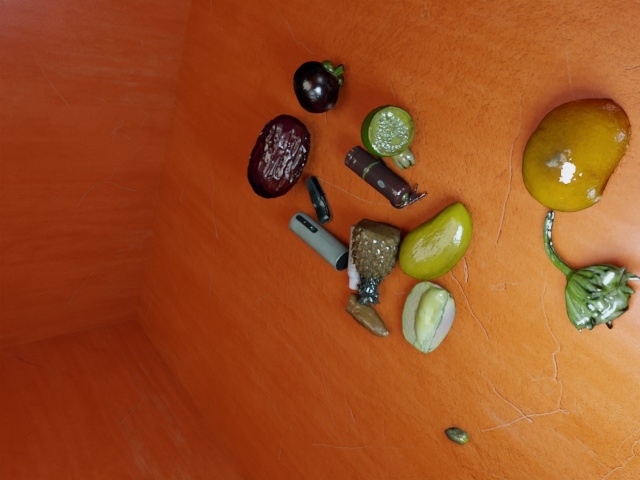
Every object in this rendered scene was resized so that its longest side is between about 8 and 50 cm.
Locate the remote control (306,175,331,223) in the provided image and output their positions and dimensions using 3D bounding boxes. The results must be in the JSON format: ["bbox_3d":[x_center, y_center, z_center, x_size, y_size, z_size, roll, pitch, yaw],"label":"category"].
[{"bbox_3d":[-0.010,-0.180,2.339,0.072,0.042,0.222,-30,74,43],"label":"remote control"}]

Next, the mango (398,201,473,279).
[{"bbox_3d":[0.407,0.021,1.855,0.331,0.142,0.195,-40,72,40],"label":"mango"}]

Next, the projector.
[{"bbox_3d":[0.000,0.000,2.312,0.337,0.108,0.108,40,123,35],"label":"projector"}]

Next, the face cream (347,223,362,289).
[{"bbox_3d":[0.155,0.071,2.176,0.081,0.081,0.269,16,108,45],"label":"face cream"}]

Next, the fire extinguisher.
[{"bbox_3d":[0.248,-0.241,2.015,0.341,0.105,0.142,42,104,26],"label":"fire extinguisher"}]

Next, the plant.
[{"bbox_3d":[0.763,0.102,1.538,0.334,0.180,0.251,-106,26,-53],"label":"plant"}]

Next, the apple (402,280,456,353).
[{"bbox_3d":[0.394,0.262,1.928,0.193,0.119,0.265,42,123,50],"label":"apple"}]

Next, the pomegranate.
[{"bbox_3d":[0.260,-0.387,1.951,0.190,0.240,0.159,-65,13,4],"label":"pomegranate"}]

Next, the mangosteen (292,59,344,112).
[{"bbox_3d":[-0.005,-0.628,2.160,0.216,0.216,0.216,10,103,46],"label":"mangosteen"}]

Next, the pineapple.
[{"bbox_3d":[0.203,0.098,2.056,0.202,0.201,0.362,31,125,40],"label":"pineapple"}]

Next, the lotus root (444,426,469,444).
[{"bbox_3d":[0.495,0.709,1.932,0.099,0.054,0.049,12,115,45],"label":"lotus root"}]

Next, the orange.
[{"bbox_3d":[0.714,-0.237,1.523,0.274,0.274,0.310,45,157,33],"label":"orange"}]

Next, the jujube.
[{"bbox_3d":[-0.184,-0.369,2.359,0.258,0.258,0.377,42,108,34],"label":"jujube"}]

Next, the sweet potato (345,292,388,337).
[{"bbox_3d":[0.184,0.313,2.174,0.252,0.097,0.097,45,126,35],"label":"sweet potato"}]
